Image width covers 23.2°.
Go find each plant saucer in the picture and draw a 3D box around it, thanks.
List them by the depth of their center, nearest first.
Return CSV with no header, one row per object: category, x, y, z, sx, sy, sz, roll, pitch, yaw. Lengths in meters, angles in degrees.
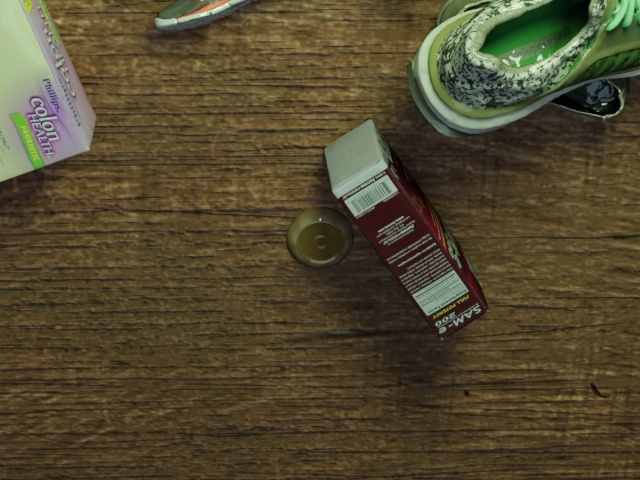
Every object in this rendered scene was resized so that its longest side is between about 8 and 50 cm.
plant saucer,0.000,0.000,1.906,0.083,0.015,0.083,-1,116,-3

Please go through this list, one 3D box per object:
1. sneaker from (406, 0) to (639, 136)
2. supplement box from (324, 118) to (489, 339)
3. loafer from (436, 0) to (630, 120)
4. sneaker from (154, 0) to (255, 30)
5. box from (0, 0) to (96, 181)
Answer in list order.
sneaker,0.297,-0.241,1.662,0.410,0.182,0.158,-29,88,-11
supplement box,0.101,-0.013,1.843,0.073,0.130,0.239,-32,115,11
loafer,0.251,-0.211,1.780,0.251,0.087,0.094,21,113,-14
sneaker,-0.118,-0.285,1.748,0.158,0.061,0.065,-23,88,6
box,-0.405,-0.173,1.739,0.243,0.117,0.213,-19,115,6
